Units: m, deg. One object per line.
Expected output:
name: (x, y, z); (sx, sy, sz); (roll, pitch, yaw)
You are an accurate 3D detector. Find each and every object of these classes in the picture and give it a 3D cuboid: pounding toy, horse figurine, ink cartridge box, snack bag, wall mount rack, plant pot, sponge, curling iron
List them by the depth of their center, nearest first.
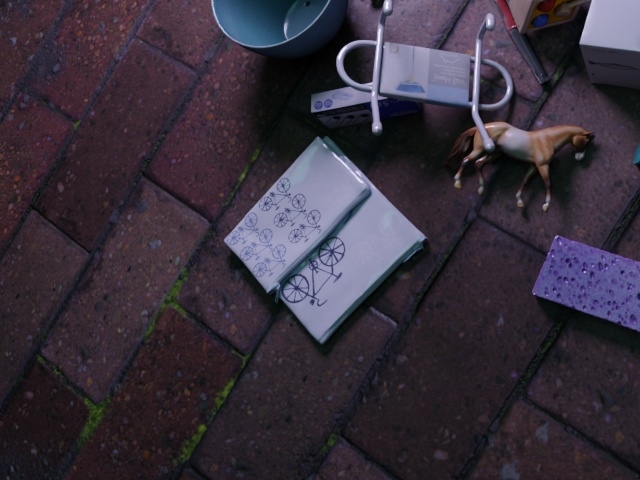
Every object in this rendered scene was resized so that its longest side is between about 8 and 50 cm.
sponge: (0.495, 0.078, 1.418); (0.210, 0.031, 0.117); (21, 87, 27)
wall mount rack: (0.204, -0.290, 1.491); (0.350, 0.130, 0.304); (7, 70, -4)
pounding toy: (0.444, -0.452, 1.495); (0.141, 0.130, 0.100); (-14, 72, -3)
horse figurine: (0.358, -0.158, 1.516); (0.263, 0.066, 0.174); (17, 90, 25)
curling iron: (0.391, -0.427, 1.577); (0.068, 0.035, 0.274); (-21, 70, 19)
ink cartridge box: (0.095, -0.280, 1.644); (0.207, 0.097, 0.046); (-7, 74, 23)
snack bag: (0.000, 0.000, 1.660); (0.323, 0.037, 0.342); (-46, 65, 9)
plant pot: (-0.057, -0.506, 1.710); (0.290, 0.195, 0.290); (-5, 77, 24)

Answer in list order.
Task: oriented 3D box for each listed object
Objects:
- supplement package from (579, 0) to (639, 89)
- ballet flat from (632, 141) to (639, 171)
supplement package: (0.530, -0.350, 1.416); (0.105, 0.179, 0.105); (16, 85, 27)
ballet flat: (0.645, -0.252, 1.399); (0.106, 0.107, 0.316); (20, 92, 7)
